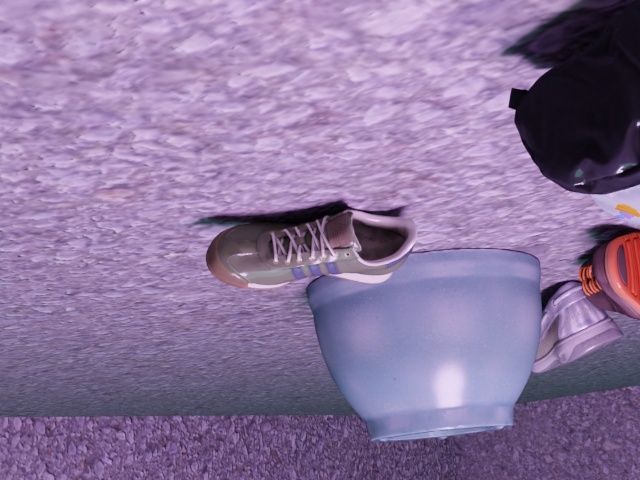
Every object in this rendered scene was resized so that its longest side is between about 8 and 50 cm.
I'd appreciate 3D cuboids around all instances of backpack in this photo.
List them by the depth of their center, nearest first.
[{"bbox_3d":[0.224,-0.071,0.532,0.182,0.115,0.152,2,161,-34],"label":"backpack"}]

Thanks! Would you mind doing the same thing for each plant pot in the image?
[{"bbox_3d":[0.137,0.143,1.123,0.293,0.196,0.293,-5,165,-1],"label":"plant pot"}]

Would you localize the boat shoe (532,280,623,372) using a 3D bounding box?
[{"bbox_3d":[0.363,0.130,1.377,0.118,0.103,0.320,-25,170,0],"label":"boat shoe"}]

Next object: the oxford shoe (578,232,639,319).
[{"bbox_3d":[0.346,0.052,1.066,0.098,0.097,0.271,-7,166,29],"label":"oxford shoe"}]

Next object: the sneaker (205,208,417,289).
[{"bbox_3d":[0.000,0.000,0.820,0.192,0.064,0.086,2,156,-26],"label":"sneaker"}]
